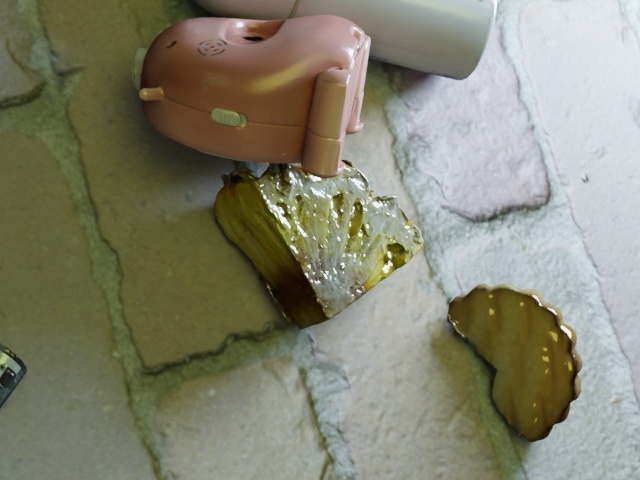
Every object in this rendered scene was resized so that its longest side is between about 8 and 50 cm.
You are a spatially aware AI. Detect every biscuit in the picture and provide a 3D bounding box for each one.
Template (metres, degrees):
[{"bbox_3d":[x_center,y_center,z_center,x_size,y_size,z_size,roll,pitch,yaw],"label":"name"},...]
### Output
[{"bbox_3d":[0.228,0.124,2.050,0.118,0.061,0.183,-28,84,18],"label":"biscuit"}]

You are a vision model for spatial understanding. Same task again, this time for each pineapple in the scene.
[{"bbox_3d":[0.000,0.000,1.985,0.236,0.114,0.186,20,69,-16],"label":"pineapple"}]

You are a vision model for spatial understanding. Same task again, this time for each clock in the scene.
[{"bbox_3d":[-0.076,-0.171,1.943,0.241,0.227,0.142,9,109,6],"label":"clock"}]

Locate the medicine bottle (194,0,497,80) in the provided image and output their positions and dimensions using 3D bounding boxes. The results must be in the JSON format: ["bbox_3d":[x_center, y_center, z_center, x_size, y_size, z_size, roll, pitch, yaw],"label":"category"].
[{"bbox_3d":[0.016,-0.277,2.060,0.341,0.130,0.130,13,71,-14],"label":"medicine bottle"}]

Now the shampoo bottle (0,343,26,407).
[{"bbox_3d":[-0.368,0.192,1.827,0.057,0.063,0.207,33,67,2],"label":"shampoo bottle"}]
